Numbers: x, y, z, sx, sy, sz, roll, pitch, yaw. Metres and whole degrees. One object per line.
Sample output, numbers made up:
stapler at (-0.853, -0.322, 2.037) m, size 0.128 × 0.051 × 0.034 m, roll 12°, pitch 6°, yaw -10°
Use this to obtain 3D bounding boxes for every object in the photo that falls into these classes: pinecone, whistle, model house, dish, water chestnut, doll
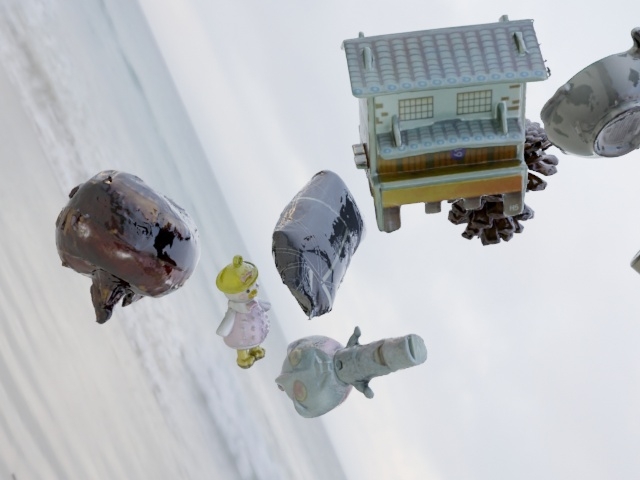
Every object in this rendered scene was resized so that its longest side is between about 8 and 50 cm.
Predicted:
pinecone at (0.353, -0.122, 1.832) m, size 0.246 × 0.246 × 0.292 m, roll -120°, pitch -156°, yaw -53°
whistle at (0.041, 0.230, 1.654) m, size 0.134 × 0.346 × 0.142 m, roll 35°, pitch 50°, yaw -35°
model house at (0.146, -0.154, 1.109) m, size 0.198 × 0.224 × 0.215 m, roll -96°, pitch 180°, yaw -56°
dish at (0.450, -0.196, 1.372) m, size 0.246 × 0.224 × 0.078 m, roll 116°, pitch -35°, yaw -41°
water chestnut at (-0.372, 0.020, 1.719) m, size 0.300 × 0.300 × 0.300 m, roll 157°, pitch -90°, yaw -85°
doll at (-0.132, 0.117, 1.558) m, size 0.081 × 0.129 × 0.207 m, roll 16°, pitch -58°, yaw 36°

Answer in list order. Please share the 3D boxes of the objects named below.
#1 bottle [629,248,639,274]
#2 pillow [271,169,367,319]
bottle at (0.678, 0.081, 1.635) m, size 0.233 × 0.110 × 0.110 m, roll 42°, pitch -9°, yaw 10°
pillow at (0.000, 0.000, 1.527) m, size 0.161 × 0.093 × 0.335 m, roll 50°, pitch 30°, yaw -14°
